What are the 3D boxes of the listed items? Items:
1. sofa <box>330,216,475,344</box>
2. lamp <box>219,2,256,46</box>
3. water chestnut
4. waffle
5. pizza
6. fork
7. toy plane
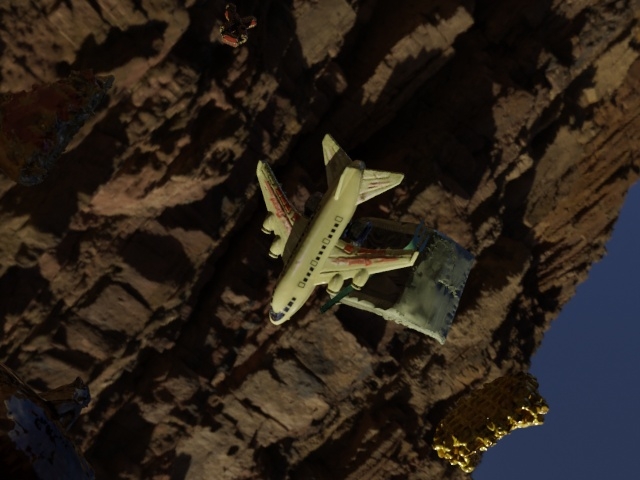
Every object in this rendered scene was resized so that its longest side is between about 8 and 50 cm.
[{"bbox_3d":[0.163,0.071,1.108,0.225,0.176,0.210,9,-105,47],"label":"sofa"},{"bbox_3d":[-0.157,-0.390,0.987,0.031,0.063,0.083,122,-12,-64],"label":"lamp"},{"bbox_3d":[-0.457,0.294,0.744,0.351,0.350,0.302,-3,-150,38],"label":"water chestnut"},{"bbox_3d":[0.273,0.292,0.873,0.193,0.197,0.070,-40,-97,29],"label":"waffle"},{"bbox_3d":[-0.376,-0.181,0.747,0.199,0.062,0.188,-40,-121,-5],"label":"pizza"},{"bbox_3d":[0.088,0.038,0.750,0.235,0.039,0.021,-35,-155,-33],"label":"fork"},{"bbox_3d":[0.000,0.000,0.675,0.229,0.092,0.244,31,-70,14],"label":"toy plane"}]
